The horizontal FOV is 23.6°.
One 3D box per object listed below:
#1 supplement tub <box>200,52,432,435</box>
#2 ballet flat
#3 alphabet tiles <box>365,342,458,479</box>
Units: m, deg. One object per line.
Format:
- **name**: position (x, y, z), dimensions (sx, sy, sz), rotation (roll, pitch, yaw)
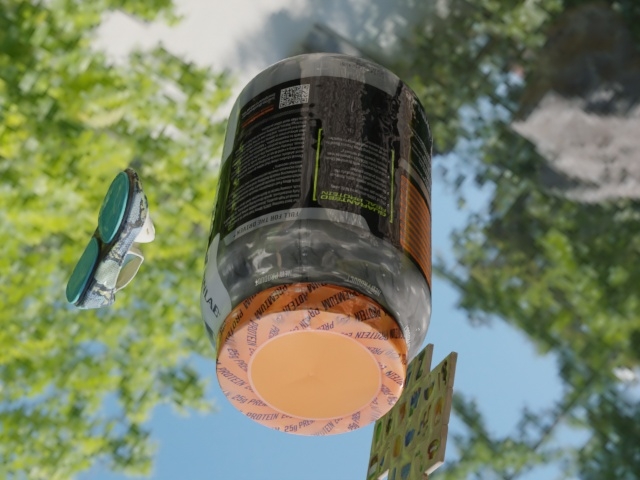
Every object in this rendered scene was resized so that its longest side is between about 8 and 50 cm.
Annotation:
- **supplement tub**: position (0.000, 0.000, 1.319), dimensions (0.194, 0.193, 0.316), rotation (29, -142, -20)
- **ballet flat**: position (-0.213, -0.001, 1.639), dimensions (0.070, 0.188, 0.070), rotation (21, -143, -16)
- **alphabet tiles**: position (0.089, 0.209, 1.591), dimensions (0.009, 0.237, 0.198), rotation (17, -119, -11)
